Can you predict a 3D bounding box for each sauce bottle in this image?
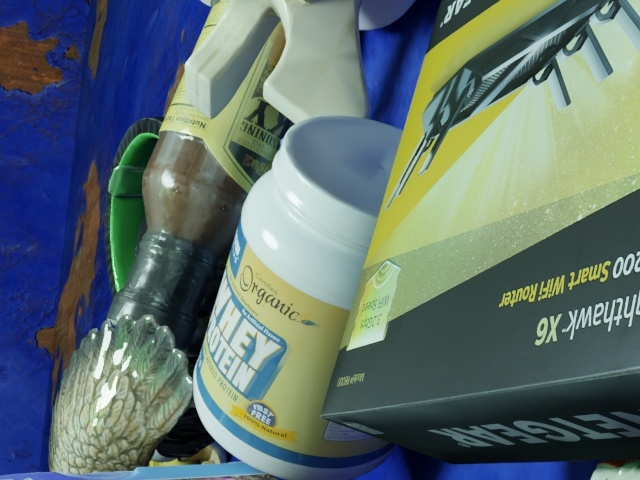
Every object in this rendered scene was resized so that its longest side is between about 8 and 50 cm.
[{"bbox_3d":[-0.078,-0.079,1.018,0.344,0.111,0.111,-69,17,-8],"label":"sauce bottle"}]

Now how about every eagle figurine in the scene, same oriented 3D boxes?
[{"bbox_3d":[-0.162,0.229,0.924,0.226,0.225,0.298,32,147,42],"label":"eagle figurine"}]

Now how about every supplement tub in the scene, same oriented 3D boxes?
[{"bbox_3d":[0.009,0.037,0.777,0.144,0.144,0.199,-109,31,-53],"label":"supplement tub"}]

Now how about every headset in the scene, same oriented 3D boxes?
[{"bbox_3d":[-0.140,0.048,1.156,0.394,0.185,0.243,54,136,41],"label":"headset"}]

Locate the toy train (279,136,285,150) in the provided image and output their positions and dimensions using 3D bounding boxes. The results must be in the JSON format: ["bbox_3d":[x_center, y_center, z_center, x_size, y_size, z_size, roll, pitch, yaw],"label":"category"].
[{"bbox_3d":[0.000,0.000,0.937,0.105,0.080,0.184,163,111,-80],"label":"toy train"}]

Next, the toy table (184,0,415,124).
[{"bbox_3d":[-0.033,-0.193,0.837,0.161,0.252,0.274,-49,-19,-17],"label":"toy table"}]

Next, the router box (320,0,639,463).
[{"bbox_3d":[0.116,-0.036,0.510,0.309,0.081,0.242,150,139,-68],"label":"router box"}]

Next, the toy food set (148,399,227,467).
[{"bbox_3d":[-0.185,0.239,1.363,0.219,0.092,0.306,-107,31,-51],"label":"toy food set"}]

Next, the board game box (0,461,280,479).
[{"bbox_3d":[-0.060,0.230,0.632,0.291,0.232,0.141,17,99,51],"label":"board game box"}]

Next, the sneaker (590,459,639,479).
[{"bbox_3d":[0.139,0.102,0.498,0.075,0.057,0.161,-115,34,-49],"label":"sneaker"}]
